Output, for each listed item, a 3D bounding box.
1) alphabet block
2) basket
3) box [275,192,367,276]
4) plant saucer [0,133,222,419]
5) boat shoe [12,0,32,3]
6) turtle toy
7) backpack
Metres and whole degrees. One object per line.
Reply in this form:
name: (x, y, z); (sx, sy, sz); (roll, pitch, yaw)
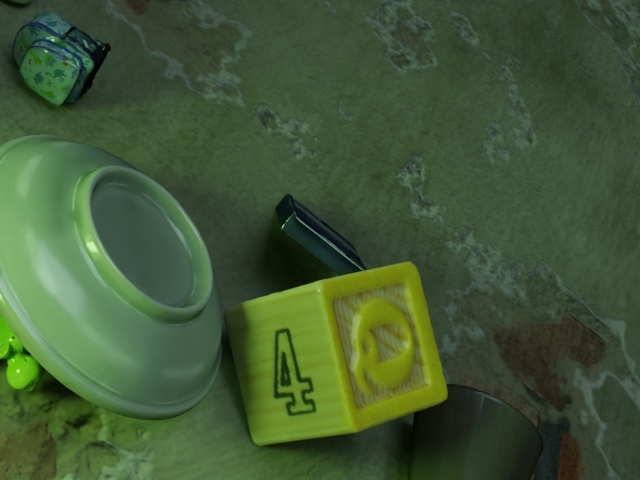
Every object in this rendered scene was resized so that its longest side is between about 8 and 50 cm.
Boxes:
alphabet block: (0.019, 0.148, 1.531); (0.192, 0.197, 0.193); (-12, 86, -45)
basket: (0.194, 0.342, 1.606); (0.204, 0.154, 0.227); (34, 46, -13)
box: (0.000, 0.000, 1.697); (0.136, 0.036, 0.225); (39, 4, -10)
plant saucer: (-0.239, 0.021, 1.441); (0.400, 0.100, 0.400); (42, 28, -29)
boat shoe: (-0.484, -0.444, 1.690); (0.227, 0.081, 0.079); (49, 41, 2)
turtle toy: (-0.352, 0.113, 1.373); (0.066, 0.095, 0.130); (35, 38, -46)
backpack: (-0.368, -0.253, 1.623); (0.114, 0.105, 0.084); (36, 41, -5)
